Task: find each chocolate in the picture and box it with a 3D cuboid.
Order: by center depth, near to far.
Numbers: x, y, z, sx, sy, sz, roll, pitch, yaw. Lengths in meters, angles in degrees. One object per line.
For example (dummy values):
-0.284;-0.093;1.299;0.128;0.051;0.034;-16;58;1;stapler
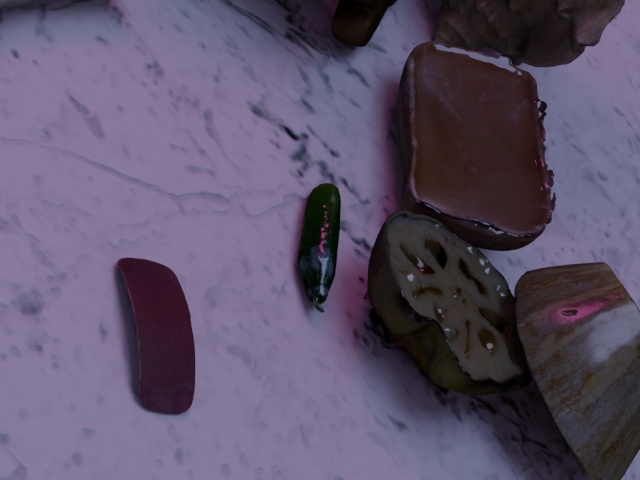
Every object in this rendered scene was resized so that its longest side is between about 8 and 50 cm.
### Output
0.144;-0.084;1.575;0.161;0.083;0.261;17;45;-13;chocolate

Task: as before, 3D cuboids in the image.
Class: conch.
0.250;-0.317;1.689;0.186;0.324;0.263;28;16;-37;conch

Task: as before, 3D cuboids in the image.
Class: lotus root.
0.104;0.070;1.408;0.203;0.078;0.183;13;46;-53;lotus root

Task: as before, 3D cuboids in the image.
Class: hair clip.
-0.126;0.069;1.222;0.054;0.022;0.137;12;51;-35;hair clip

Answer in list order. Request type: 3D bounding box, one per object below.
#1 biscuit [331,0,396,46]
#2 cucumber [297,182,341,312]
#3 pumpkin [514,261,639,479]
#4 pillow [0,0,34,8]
0.081;-0.346;1.581;0.063;0.314;0.367;26;11;5;biscuit
0.000;0.000;1.395;0.037;0.037;0.155;30;41;-24;cucumber
0.268;0.110;1.466;0.217;0.110;0.217;50;20;-26;pumpkin
-0.257;-0.243;1.303;0.144;0.078;0.254;55;37;7;pillow
